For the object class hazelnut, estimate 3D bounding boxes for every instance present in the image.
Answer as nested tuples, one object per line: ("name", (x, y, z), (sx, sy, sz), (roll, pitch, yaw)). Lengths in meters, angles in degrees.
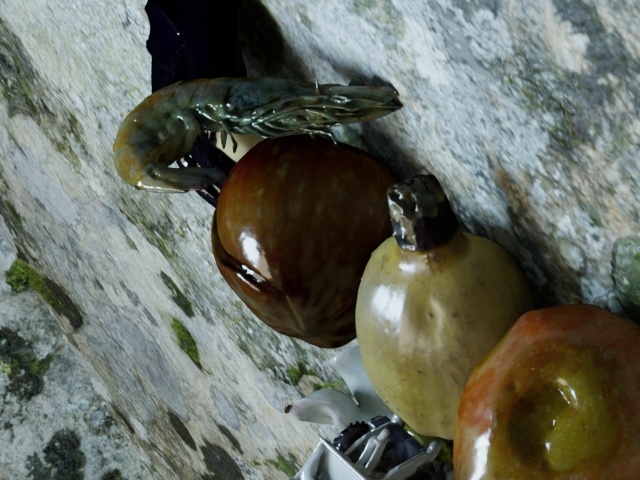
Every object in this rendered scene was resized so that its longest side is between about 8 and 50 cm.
("hazelnut", (0.000, 0.000, 1.744), (0.234, 0.218, 0.218), (36, 176, -40))

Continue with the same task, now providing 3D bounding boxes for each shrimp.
("shrimp", (-0.072, -0.105, 1.665), (0.296, 0.169, 0.058), (-1, 137, 19))

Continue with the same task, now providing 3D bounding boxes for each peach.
("peach", (0.221, 0.181, 1.503), (0.214, 0.235, 0.214), (41, 163, 16))

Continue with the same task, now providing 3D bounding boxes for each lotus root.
("lotus root", (0.121, 0.067, 1.637), (0.183, 0.182, 0.310), (37, 151, 40))

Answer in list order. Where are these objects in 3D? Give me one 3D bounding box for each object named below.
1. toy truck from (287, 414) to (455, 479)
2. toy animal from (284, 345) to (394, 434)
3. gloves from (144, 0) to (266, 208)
("toy truck", (0.105, 0.224, 1.769), (0.136, 0.286, 0.111), (38, 128, 36))
("toy animal", (0.106, 0.286, 2.016), (0.310, 0.182, 0.247), (35, 147, 54))
("gloves", (-0.105, -0.141, 1.857), (0.301, 0.152, 0.197), (56, 168, -8))
